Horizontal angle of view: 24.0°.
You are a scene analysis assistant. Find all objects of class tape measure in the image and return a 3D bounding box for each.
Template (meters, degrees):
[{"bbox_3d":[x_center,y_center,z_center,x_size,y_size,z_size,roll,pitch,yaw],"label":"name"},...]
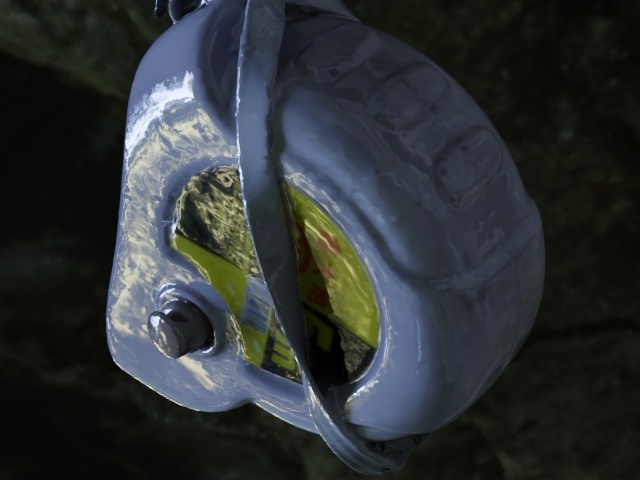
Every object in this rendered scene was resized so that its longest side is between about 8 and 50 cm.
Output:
[{"bbox_3d":[0.000,0.000,0.659,0.120,0.197,0.236,-40,-28,-40],"label":"tape measure"}]
